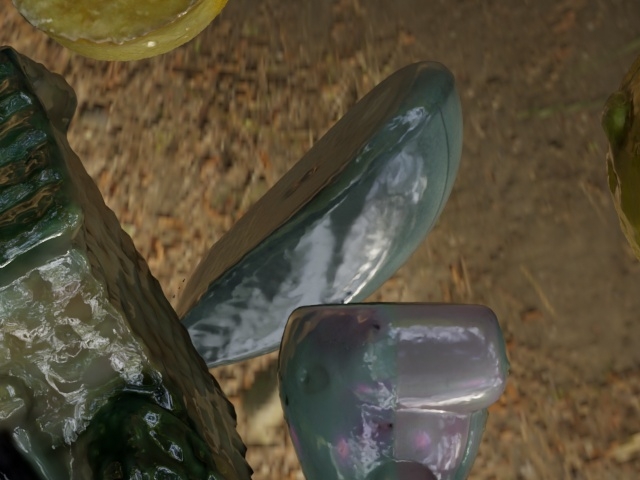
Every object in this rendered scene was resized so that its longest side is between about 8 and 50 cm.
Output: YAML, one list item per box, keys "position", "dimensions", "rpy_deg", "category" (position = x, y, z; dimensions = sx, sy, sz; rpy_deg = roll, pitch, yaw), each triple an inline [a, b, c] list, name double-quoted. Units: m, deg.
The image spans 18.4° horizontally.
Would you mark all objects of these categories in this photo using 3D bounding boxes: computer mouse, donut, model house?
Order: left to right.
- position: [-0.320, 0.094, 1.242]
  dimensions: [0.445, 0.395, 0.400]
  rpy_deg: [-26, 108, 4]
  category: "model house"
- position: [-0.122, -0.202, 1.271]
  dimensions: [0.174, 0.074, 0.190]
  rpy_deg: [-8, 73, 7]
  category: "donut"
- position: [0.000, 0.000, 1.707]
  dimensions: [0.371, 0.188, 0.122]
  rpy_deg: [-40, 102, 22]
  category: "computer mouse"

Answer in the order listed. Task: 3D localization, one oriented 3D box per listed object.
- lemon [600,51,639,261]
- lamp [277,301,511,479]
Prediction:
- position: [0.400, -0.061, 1.646]
  dimensions: [0.364, 0.364, 0.364]
  rpy_deg: [-1, 114, -2]
  category: "lemon"
- position: [0.023, 0.194, 1.397]
  dimensions: [0.247, 0.247, 0.301]
  rpy_deg: [1, 89, -8]
  category: "lamp"
